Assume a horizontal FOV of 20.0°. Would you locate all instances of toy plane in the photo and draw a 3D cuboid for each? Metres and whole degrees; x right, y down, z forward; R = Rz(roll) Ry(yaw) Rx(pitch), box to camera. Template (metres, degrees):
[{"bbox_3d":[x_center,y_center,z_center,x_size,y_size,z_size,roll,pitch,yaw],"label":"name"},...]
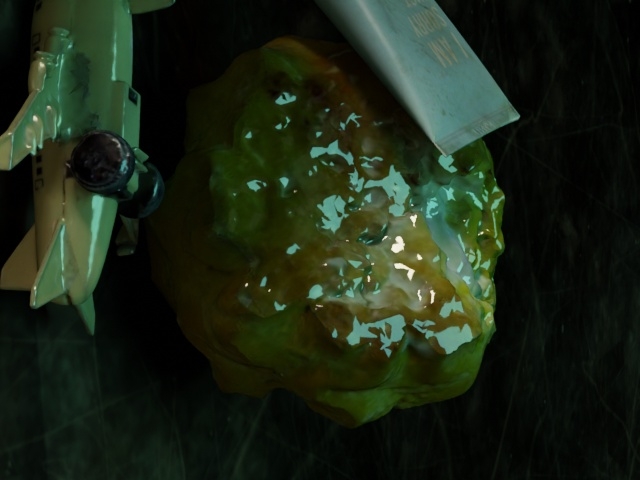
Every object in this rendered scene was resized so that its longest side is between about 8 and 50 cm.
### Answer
[{"bbox_3d":[-0.144,-0.070,1.118,0.229,0.092,0.244,43,55,-74],"label":"toy plane"}]

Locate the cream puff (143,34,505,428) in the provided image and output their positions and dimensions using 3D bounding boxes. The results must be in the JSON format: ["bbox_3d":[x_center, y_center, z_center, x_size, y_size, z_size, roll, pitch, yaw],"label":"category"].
[{"bbox_3d":[0.002,0.001,1.279,0.282,0.185,0.281,9,66,-21],"label":"cream puff"}]

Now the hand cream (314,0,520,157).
[{"bbox_3d":[0.016,-0.191,1.241,0.312,0.070,0.111,49,35,7],"label":"hand cream"}]
